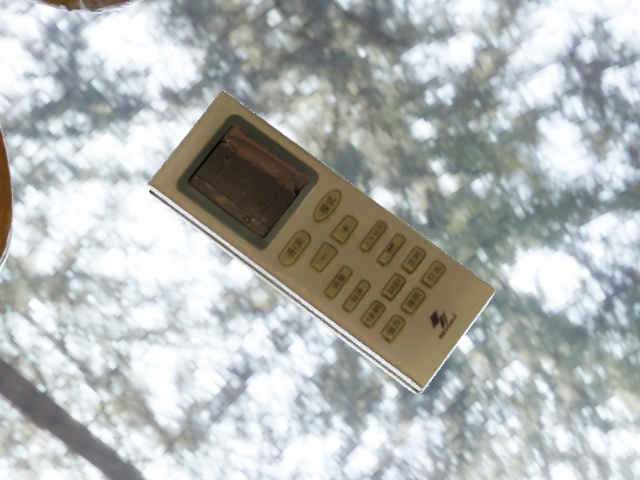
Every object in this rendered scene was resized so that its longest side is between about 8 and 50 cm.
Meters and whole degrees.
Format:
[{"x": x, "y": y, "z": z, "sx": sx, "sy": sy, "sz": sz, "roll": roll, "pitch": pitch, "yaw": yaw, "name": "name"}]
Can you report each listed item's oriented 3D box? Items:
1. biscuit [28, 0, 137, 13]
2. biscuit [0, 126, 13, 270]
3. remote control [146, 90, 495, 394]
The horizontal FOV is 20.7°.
[{"x": -0.269, "y": -0.316, "z": 1.809, "sx": 0.220, "sy": 0.220, "sz": 0.066, "roll": -5, "pitch": -119, "yaw": 23, "name": "biscuit"}, {"x": -0.432, "y": -0.008, "z": 1.284, "sx": 0.350, "sy": 0.078, "sz": 0.455, "roll": 44, "pitch": -96, "yaw": -1, "name": "biscuit"}, {"x": 0.000, "y": 0.000, "z": 1.417, "sx": 0.277, "sy": 0.055, "sz": 0.103, "roll": 37, "pitch": -101, "yaw": 5, "name": "remote control"}]
